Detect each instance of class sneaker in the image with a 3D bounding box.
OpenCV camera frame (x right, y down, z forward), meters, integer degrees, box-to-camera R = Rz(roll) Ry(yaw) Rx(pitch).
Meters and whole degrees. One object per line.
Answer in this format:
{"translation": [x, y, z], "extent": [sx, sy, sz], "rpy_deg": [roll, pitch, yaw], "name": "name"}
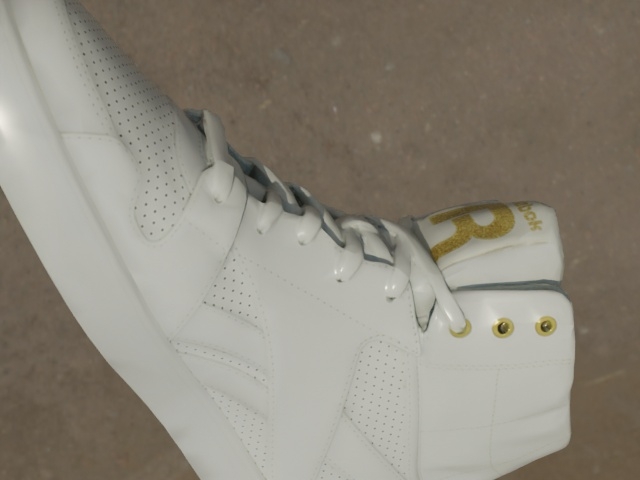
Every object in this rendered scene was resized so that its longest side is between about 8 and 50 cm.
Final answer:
{"translation": [0.000, 0.000, 0.428], "extent": [0.169, 0.108, 0.292], "rpy_deg": [-26, 126, 4], "name": "sneaker"}
